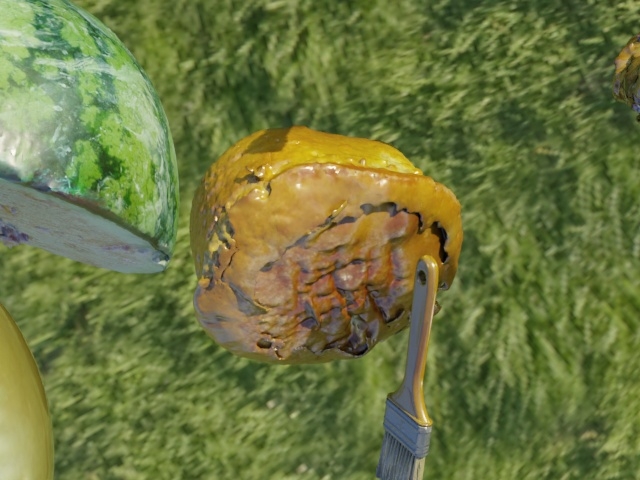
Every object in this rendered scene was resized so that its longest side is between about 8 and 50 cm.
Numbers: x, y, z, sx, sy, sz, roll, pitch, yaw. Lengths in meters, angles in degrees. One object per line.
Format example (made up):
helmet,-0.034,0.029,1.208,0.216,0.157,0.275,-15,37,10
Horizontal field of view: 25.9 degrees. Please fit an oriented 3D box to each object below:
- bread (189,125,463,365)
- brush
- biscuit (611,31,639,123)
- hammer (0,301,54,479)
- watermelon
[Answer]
bread,0.002,0.001,1.831,0.337,0.358,0.204,-57,38,33
brush,0.058,0.086,0.870,0.043,0.014,0.170,36,129,48
biscuit,0.423,-0.192,1.246,0.334,0.289,0.081,-13,109,14
hammer,-0.172,0.144,0.431,0.113,0.201,0.306,-115,19,-49
watermelon,-0.200,-0.070,1.000,0.180,0.305,0.224,-32,78,-3
